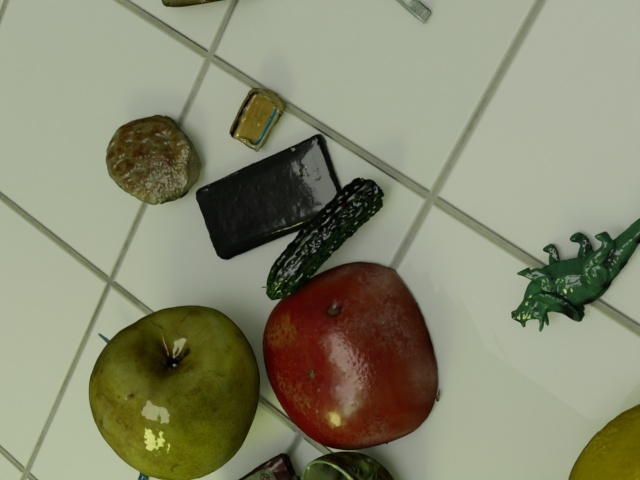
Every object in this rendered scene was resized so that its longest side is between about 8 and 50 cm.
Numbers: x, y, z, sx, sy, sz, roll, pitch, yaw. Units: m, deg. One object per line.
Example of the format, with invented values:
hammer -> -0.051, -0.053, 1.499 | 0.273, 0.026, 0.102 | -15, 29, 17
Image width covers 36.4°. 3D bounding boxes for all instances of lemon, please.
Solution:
lemon -> 0.478, 0.350, 1.347 | 0.245, 0.320, 0.245 | 41, 156, 22

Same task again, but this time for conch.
conch -> 0.050, 0.446, 1.660 | 0.187, 0.124, 0.181 | 36, 117, 10

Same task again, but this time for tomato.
tomato -> 0.025, 0.209, 1.642 | 0.339, 0.144, 0.338 | 3, 95, 29

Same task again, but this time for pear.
pear -> -0.245, 0.277, 1.709 | 0.304, 0.304, 0.303 | 3, 97, 28

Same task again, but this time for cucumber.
cucumber -> -0.001, -0.001, 1.630 | 0.265, 0.077, 0.077 | -44, 74, 2

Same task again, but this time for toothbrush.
toothbrush -> 0.079, -0.449, 1.605 | 0.276, 0.019, 0.025 | 44, 108, 17

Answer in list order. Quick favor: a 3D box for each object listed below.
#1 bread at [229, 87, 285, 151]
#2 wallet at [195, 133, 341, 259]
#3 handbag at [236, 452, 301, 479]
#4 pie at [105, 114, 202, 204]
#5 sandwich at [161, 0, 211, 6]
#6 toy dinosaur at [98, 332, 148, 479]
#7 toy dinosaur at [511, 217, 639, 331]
bread -> -0.111, -0.217, 1.715 | 0.072, 0.053, 0.106 | 31, 114, -3
wallet -> -0.093, -0.071, 1.734 | 0.285, 0.030, 0.146 | -22, 91, 26
handbag -> -0.115, 0.524, 1.762 | 0.235, 0.127, 0.212 | -30, 83, 15
pie -> -0.308, -0.151, 1.813 | 0.193, 0.079, 0.163 | 36, 103, 20
sandwich -> -0.211, -0.464, 1.718 | 0.245, 0.088, 0.090 | 1, 100, 27
toy dinosaur -> -0.337, 0.331, 1.885 | 0.144, 0.076, 0.329 | -7, 103, 35
toy dinosaur -> 0.395, 0.028, 1.461 | 0.120, 0.079, 0.292 | 42, 115, 12
